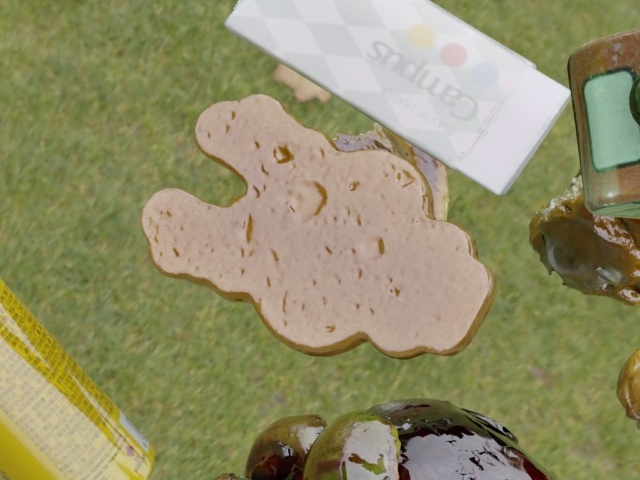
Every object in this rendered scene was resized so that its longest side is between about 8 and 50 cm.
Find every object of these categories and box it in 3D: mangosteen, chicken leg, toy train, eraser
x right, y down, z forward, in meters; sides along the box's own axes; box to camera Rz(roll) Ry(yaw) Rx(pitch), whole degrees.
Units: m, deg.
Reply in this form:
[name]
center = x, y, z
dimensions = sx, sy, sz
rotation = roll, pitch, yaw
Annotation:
[mangosteen]
center = 0.093, 0.343, 1.565
dimensions = 0.421, 0.381, 0.381
rotation = 47, 49, -16
[chicken leg]
center = 0.411, 0.185, 1.690
dimensions = 0.107, 0.251, 0.087
rotation = -24, 70, 2
[toy train]
center = 0.283, -0.081, 0.973
dimensions = 0.326, 0.159, 0.129
rotation = 1, 79, -52
[eraser]
center = 0.100, -0.224, 1.687
dimensions = 0.397, 0.082, 0.213
rotation = 33, 70, 9

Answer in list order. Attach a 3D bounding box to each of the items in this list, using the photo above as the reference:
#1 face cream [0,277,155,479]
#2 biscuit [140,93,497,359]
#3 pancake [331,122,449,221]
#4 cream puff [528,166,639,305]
[face cream]
center = -0.274, 0.076, 1.057
dimensions = 0.349, 0.105, 0.105
rotation = 52, 47, -20
[biscuit]
center = 0.001, 0.001, 1.117
dimensions = 0.295, 0.044, 0.186
rotation = 31, 88, 18
[pancake]
center = 0.064, -0.091, 1.949
dimensions = 0.244, 0.057, 0.266
rotation = 11, 52, -2
[cream puff]
center = 0.426, -0.007, 2.026
dimensions = 0.155, 0.269, 0.241
rotation = -41, 127, -29
